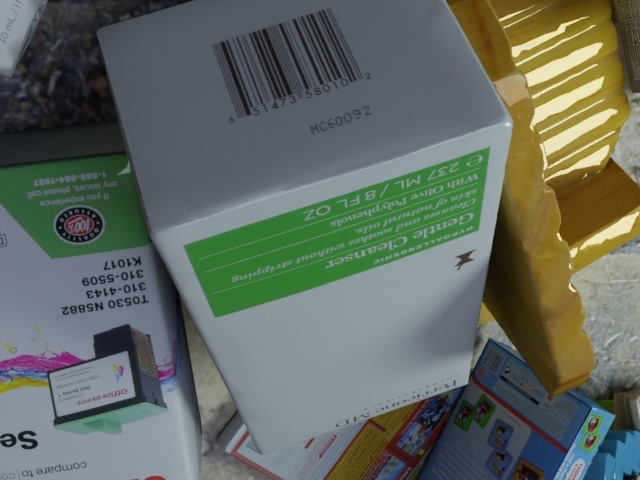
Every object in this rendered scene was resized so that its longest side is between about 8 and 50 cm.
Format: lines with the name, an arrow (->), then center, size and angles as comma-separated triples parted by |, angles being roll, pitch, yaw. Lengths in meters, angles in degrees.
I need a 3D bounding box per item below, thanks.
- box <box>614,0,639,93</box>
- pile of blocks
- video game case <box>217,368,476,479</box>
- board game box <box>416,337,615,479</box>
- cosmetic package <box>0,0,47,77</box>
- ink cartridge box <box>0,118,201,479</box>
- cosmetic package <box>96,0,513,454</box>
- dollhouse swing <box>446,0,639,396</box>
box -> 0.308, -0.256, 0.728 | 0.183, 0.056, 0.231 | -24, 106, -31
pile of blocks -> 0.291, 0.241, 0.954 | 0.362, 0.112, 0.149 | -16, 97, -50
video game case -> 0.063, 0.187, 0.903 | 0.285, 0.025, 0.204 | 39, 88, -30
board game box -> 0.170, 0.221, 0.859 | 0.039, 0.160, 0.211 | 24, 96, -29
cosmetic package -> -0.314, -0.212, 0.512 | 0.309, 0.160, 0.113 | 23, 95, -31
ink cartridge box -> -0.205, 0.066, 0.653 | 0.201, 0.117, 0.278 | -8, 111, -4
cosmetic package -> 0.000, 0.000, 0.620 | 0.197, 0.155, 0.365 | -19, 149, -4
dollhouse swing -> 0.198, -0.108, 0.709 | 0.315, 0.305, 0.347 | -27, 116, -15
